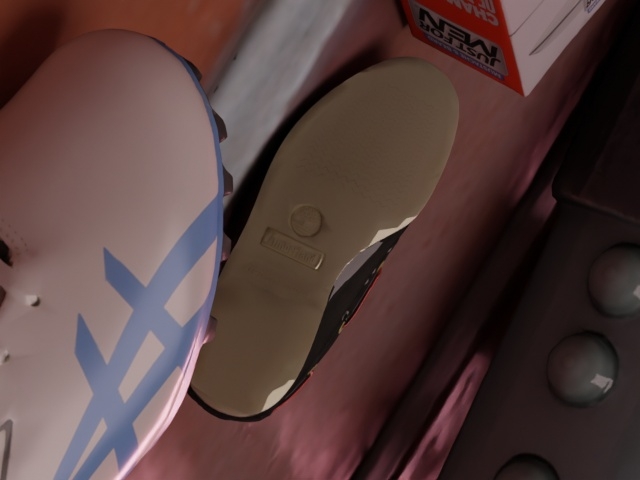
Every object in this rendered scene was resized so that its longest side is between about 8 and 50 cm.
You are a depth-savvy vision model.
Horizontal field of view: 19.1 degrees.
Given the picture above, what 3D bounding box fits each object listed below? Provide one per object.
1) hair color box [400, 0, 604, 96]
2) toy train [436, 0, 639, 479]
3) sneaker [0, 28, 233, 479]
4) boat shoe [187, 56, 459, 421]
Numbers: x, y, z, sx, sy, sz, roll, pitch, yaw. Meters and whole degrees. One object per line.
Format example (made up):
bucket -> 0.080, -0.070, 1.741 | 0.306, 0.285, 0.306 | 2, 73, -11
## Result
hair color box -> 0.056, -0.130, 0.556 | 0.093, 0.053, 0.167 | -49, 148, -16
toy train -> 0.139, 0.061, 0.772 | 0.190, 0.142, 0.334 | 29, 87, -54
sneaker -> -0.102, 0.050, 0.465 | 0.237, 0.085, 0.086 | -58, 155, -1
boat shoe -> -0.002, -0.001, 0.610 | 0.133, 0.049, 0.042 | -58, 179, -11
